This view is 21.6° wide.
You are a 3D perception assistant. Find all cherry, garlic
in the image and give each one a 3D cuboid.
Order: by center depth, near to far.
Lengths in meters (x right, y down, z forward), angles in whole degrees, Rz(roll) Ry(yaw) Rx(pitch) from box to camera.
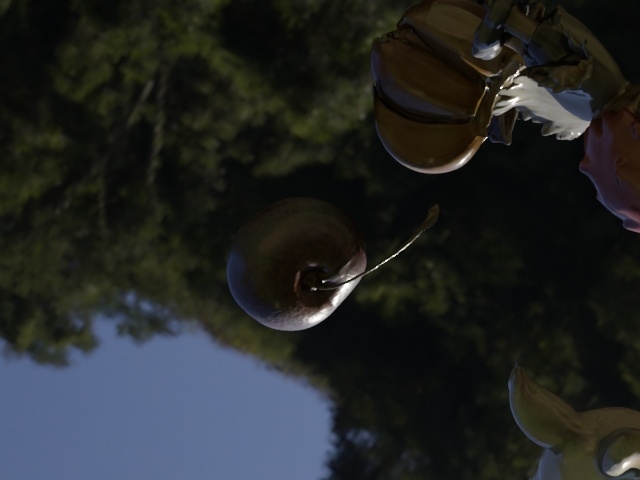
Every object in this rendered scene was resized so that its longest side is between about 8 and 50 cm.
[{"bbox_3d":[0.000,0.001,1.525,0.115,0.188,0.148,50,175,5],"label":"cherry"},{"bbox_3d":[0.158,-0.207,2.167,0.191,0.214,0.160,27,-152,10],"label":"garlic"}]

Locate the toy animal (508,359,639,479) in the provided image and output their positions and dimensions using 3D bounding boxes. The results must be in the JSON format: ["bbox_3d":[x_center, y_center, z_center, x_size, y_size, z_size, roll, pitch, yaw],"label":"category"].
[{"bbox_3d":[0.336,0.238,1.802,0.196,0.241,0.368,21,180,39],"label":"toy animal"}]

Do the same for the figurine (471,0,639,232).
[{"bbox_3d":[0.323,-0.115,1.717,0.387,0.166,0.207,40,169,13],"label":"figurine"}]

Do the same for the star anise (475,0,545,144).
[{"bbox_3d":[0.251,-0.254,2.424,0.236,0.109,0.223,-25,-84,-27],"label":"star anise"}]
